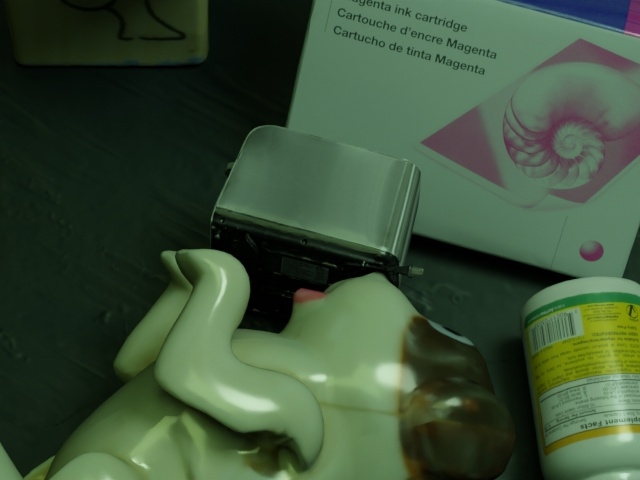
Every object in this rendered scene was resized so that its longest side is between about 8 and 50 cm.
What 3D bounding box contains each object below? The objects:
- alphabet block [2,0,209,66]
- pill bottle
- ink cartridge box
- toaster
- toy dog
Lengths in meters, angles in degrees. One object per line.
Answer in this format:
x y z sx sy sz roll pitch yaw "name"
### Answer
-0.195 -0.289 1.633 0.192 0.197 0.193 -1 64 -5 "alphabet block"
0.236 0.146 1.491 0.117 0.117 0.208 -3 64 -5 "pill bottle"
0.146 -0.147 1.528 0.324 0.330 0.071 15 31 4 "ink cartridge box"
0.000 0.000 1.519 0.185 0.168 0.110 14 63 4 "toaster"
-0.049 0.182 1.371 0.408 0.284 0.395 -27 81 -16 "toy dog"
